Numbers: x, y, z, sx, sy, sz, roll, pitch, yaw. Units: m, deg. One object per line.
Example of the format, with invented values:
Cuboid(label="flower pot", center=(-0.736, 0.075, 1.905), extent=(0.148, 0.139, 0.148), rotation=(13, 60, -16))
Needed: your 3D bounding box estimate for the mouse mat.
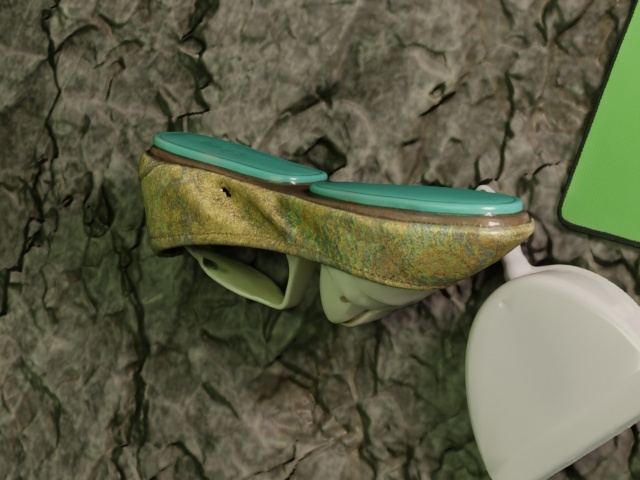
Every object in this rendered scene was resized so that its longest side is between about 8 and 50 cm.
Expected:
Cuboid(label="mouse mat", center=(0.251, -0.080, 0.914), extent=(0.152, 0.007, 0.190), rotation=(18, 83, 35))

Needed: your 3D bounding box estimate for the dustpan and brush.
Cuboid(label="dustpan and brush", center=(0.140, 0.048, 0.920), extent=(0.147, 0.060, 0.211), rotation=(-40, 63, 30))

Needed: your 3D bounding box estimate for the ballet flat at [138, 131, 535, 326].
Cuboid(label="ballet flat", center=(0.000, 0.000, 0.981), extent=(0.348, 0.123, 0.123), rotation=(14, 82, 40))
